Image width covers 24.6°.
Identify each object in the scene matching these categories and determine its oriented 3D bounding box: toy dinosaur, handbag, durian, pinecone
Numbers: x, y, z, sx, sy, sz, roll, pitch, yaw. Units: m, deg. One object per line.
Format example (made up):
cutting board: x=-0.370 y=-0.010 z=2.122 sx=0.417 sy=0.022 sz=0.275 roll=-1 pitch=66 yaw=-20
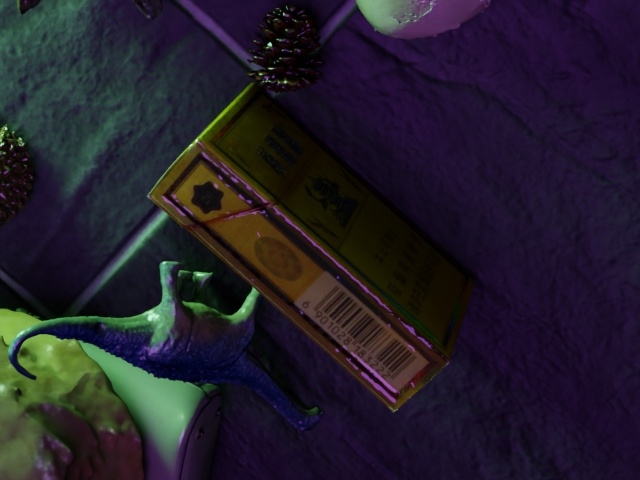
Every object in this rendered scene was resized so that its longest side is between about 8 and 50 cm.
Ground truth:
toy dinosaur: x=-0.134 y=0.092 z=1.468 sx=0.076 sy=0.363 sz=0.147 roll=-9 pitch=70 yaw=52
handbag: x=-0.270 y=0.206 z=1.580 sx=0.316 sy=0.109 sz=0.241 roll=16 pitch=113 yaw=11
durian: x=-0.383 y=-0.046 z=1.510 sx=0.148 sy=0.091 sz=0.188 roll=23 pitch=116 yaw=3
pinecone: x=-0.033 y=-0.180 z=1.384 sx=0.077 sy=0.077 sz=0.083 roll=2 pitch=107 yaw=12

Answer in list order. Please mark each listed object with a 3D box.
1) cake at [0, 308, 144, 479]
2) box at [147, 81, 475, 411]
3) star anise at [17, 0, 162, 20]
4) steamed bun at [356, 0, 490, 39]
cake: x=-0.378 y=0.256 z=1.440 sx=0.332 sy=0.321 sz=0.332 roll=9 pitch=109 yaw=27
box: x=0.000 y=0.000 z=1.382 sx=0.301 sy=0.193 sz=0.084 roll=42 pitch=114 yaw=-5
star anise: x=-0.221 y=-0.356 z=1.337 sx=0.332 sy=0.117 sz=0.331 roll=8 pitch=121 yaw=14
steamed bun: x=0.089 y=-0.239 z=1.322 sx=0.130 sy=0.091 sz=0.112 roll=-12 pitch=106 yaw=18
